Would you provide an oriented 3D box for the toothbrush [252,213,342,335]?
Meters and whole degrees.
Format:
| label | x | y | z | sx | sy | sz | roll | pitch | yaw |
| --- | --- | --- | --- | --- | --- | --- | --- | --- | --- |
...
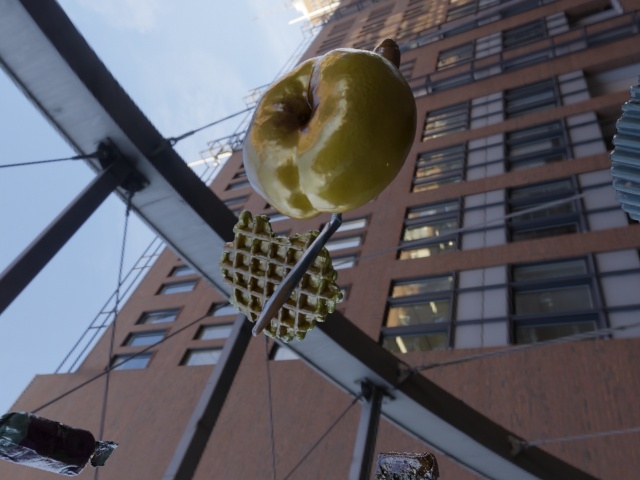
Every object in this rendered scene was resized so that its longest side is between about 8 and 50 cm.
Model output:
| label | x | y | z | sx | sy | sz | roll | pitch | yaw |
| --- | --- | --- | --- | --- | --- | --- | --- | --- | --- |
| toothbrush | 0.000 | 0.000 | 0.807 | 0.037 | 0.028 | 0.375 | 42 | -122 | -9 |

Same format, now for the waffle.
| label | x | y | z | sx | sy | sz | roll | pitch | yaw |
| --- | --- | --- | --- | --- | --- | --- | --- | --- | --- |
| waffle | -0.094 | 0.077 | 1.124 | 0.301 | 0.281 | 0.058 | 38 | -155 | 16 |

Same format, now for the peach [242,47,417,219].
| label | x | y | z | sx | sy | sz | roll | pitch | yaw |
| --- | --- | --- | --- | --- | --- | --- | --- | --- | --- |
| peach | 0.005 | -0.101 | 0.494 | 0.103 | 0.179 | 0.179 | 40 | -133 | -44 |

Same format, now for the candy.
| label | x | y | z | sx | sy | sz | roll | pitch | yaw |
| --- | --- | --- | --- | --- | --- | --- | --- | --- | --- |
| candy | -0.275 | 0.208 | 0.520 | 0.175 | 0.045 | 0.043 | 46 | -162 | -46 |

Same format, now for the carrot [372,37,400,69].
| label | x | y | z | sx | sy | sz | roll | pitch | yaw |
| --- | --- | --- | --- | --- | --- | --- | --- | --- | --- |
| carrot | 0.091 | -0.211 | 0.817 | 0.048 | 0.048 | 0.216 | 6 | -86 | -63 |

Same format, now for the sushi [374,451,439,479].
| label | x | y | z | sx | sy | sz | roll | pitch | yaw |
| --- | --- | --- | --- | --- | --- | --- | --- | --- | --- |
| sushi | 0.123 | 0.335 | 0.745 | 0.052 | 0.120 | 0.055 | 14 | -113 | -51 |

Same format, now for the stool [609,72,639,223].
| label | x | y | z | sx | sy | sz | roll | pitch | yaw |
| --- | --- | --- | --- | --- | --- | --- | --- | --- | --- |
| stool | 0.596 | -0.107 | 0.612 | 0.297 | 0.297 | 0.330 | 66 | 169 | -26 |
